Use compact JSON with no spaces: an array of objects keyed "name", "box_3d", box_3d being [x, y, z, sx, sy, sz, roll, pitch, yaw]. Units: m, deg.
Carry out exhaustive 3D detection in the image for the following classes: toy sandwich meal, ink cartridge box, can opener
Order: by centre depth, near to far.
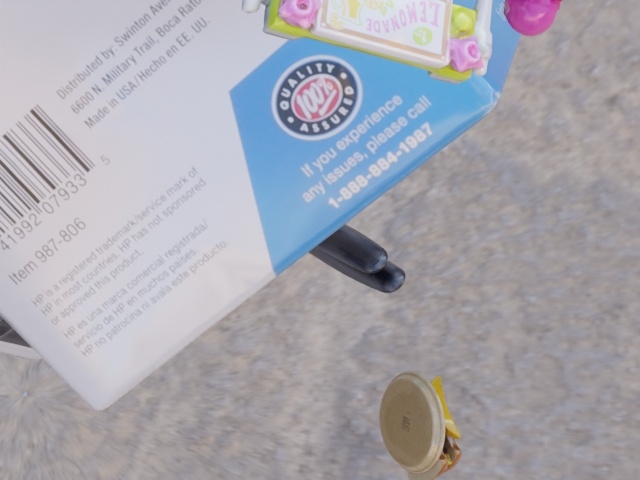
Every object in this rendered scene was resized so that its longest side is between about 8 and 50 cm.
[{"name":"ink cartridge box","box_3d":[-0.131,-0.158,0.808,0.285,0.166,0.395,-37,101,26]},{"name":"toy sandwich meal","box_3d":[0.077,0.139,1.200,0.029,0.086,0.085,-2,84,-34]},{"name":"can opener","box_3d":[0.000,0.000,1.213,0.059,0.186,0.073,37,82,-45]}]

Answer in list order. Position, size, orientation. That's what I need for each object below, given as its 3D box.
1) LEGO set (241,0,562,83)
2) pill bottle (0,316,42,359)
[{"name":"LEGO set","box_3d":[-0.038,-0.107,0.523,0.287,0.132,0.107,6,77,-4]},{"name":"pill bottle","box_3d":[-0.264,0.000,1.073,0.130,0.246,0.130,-9,73,32]}]
